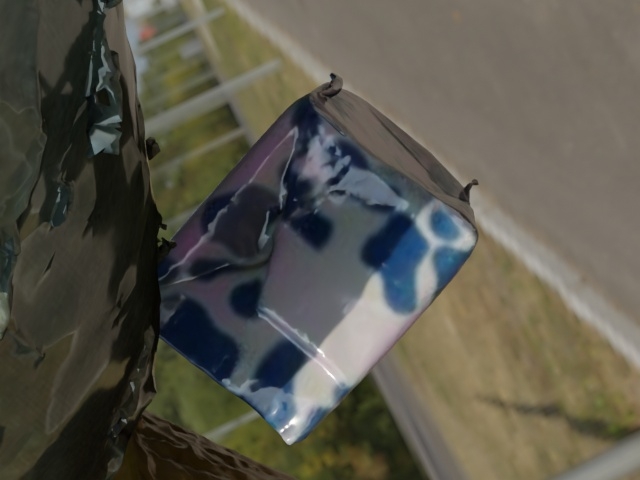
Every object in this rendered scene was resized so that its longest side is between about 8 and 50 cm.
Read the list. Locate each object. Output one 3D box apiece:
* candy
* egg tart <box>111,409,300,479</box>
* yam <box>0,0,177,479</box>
[{"bbox_3d":[0.000,0.000,0.606,0.073,0.092,0.160,39,-173,-2],"label":"candy"},{"bbox_3d":[-0.059,0.160,0.621,0.171,0.215,0.215,17,-153,-31],"label":"egg tart"},{"bbox_3d":[-0.149,-0.059,0.373,0.348,0.241,0.241,83,163,-58],"label":"yam"}]
